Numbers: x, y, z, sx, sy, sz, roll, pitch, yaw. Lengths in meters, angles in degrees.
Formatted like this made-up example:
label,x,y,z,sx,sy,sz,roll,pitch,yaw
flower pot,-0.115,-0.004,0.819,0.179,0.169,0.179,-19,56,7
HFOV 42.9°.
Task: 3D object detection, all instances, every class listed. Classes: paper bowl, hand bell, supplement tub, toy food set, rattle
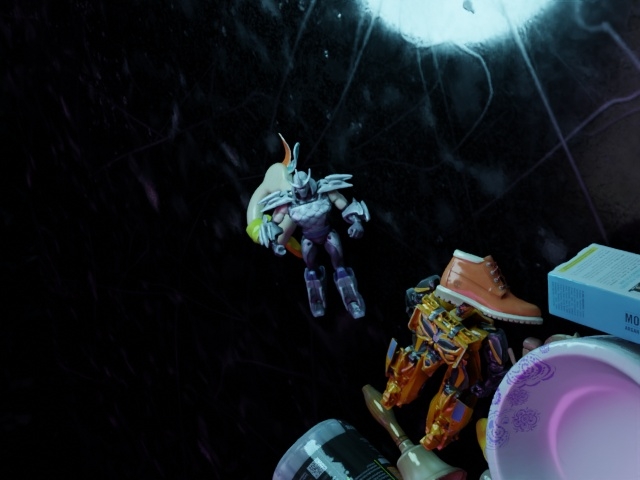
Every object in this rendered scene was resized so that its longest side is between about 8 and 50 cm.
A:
label,x,y,z,sx,sy,sz,roll,pitch,yaw
paper bowl,0.360,0.260,1.010,0.284,0.148,0.284,0,90,47
hand bell,0.146,0.357,1.472,0.242,0.126,0.126,55,147,37
supplement tub,0.084,0.516,1.535,0.338,0.207,0.207,40,139,33
toy food set,0.329,0.169,1.156,0.122,0.019,0.078,-17,98,48
rattle,-0.045,-0.078,1.491,0.130,0.142,0.200,-1,74,60

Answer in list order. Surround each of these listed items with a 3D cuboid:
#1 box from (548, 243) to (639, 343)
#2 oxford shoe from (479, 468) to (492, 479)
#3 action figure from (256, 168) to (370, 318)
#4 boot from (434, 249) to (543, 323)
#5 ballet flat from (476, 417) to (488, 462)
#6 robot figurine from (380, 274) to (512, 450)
label,x,y,z,sx,sy,sz,roll,pitch,yaw
box,0.393,0.074,0.935,0.244,0.100,0.060,20,127,47
oxford shoe,0.274,0.520,1.377,0.130,0.123,0.348,47,134,36
action figure,0.000,0.000,1.382,0.185,0.099,0.285,-10,123,12
boot,0.248,0.068,1.161,0.158,0.059,0.085,21,92,21
ballet flat,0.312,0.356,1.242,0.231,0.077,0.077,35,137,36
robot figurine,0.190,0.198,1.298,0.211,0.085,0.291,41,140,30
